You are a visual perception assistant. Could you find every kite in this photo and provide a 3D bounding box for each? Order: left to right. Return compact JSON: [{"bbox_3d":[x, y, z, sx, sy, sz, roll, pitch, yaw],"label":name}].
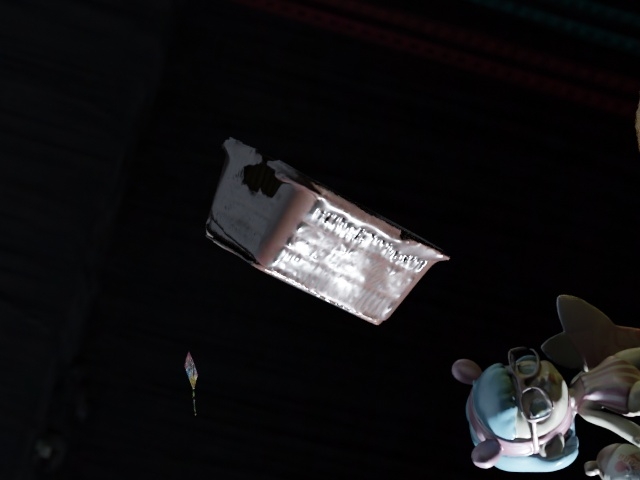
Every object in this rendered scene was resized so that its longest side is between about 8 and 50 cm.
[{"bbox_3d":[-0.158,0.171,1.864,0.078,0.002,0.044,-92,164,-45],"label":"kite"}]

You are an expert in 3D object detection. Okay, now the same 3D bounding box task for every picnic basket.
[{"bbox_3d":[0.000,0.000,1.880,0.222,0.297,0.129,29,-88,50],"label":"picnic basket"}]

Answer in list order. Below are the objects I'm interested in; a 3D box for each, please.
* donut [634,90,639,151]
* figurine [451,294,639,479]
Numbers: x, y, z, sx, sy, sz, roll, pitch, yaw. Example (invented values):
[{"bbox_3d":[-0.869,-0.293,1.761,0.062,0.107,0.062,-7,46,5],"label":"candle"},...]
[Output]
[{"bbox_3d":[0.523,-0.134,1.837,0.108,0.278,0.277,115,-10,-73],"label":"donut"},{"bbox_3d":[0.255,0.155,1.336,0.103,0.260,0.205,81,-3,-59],"label":"figurine"}]
